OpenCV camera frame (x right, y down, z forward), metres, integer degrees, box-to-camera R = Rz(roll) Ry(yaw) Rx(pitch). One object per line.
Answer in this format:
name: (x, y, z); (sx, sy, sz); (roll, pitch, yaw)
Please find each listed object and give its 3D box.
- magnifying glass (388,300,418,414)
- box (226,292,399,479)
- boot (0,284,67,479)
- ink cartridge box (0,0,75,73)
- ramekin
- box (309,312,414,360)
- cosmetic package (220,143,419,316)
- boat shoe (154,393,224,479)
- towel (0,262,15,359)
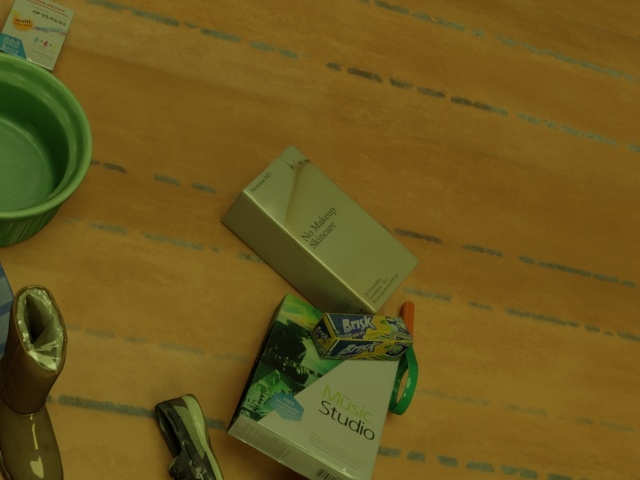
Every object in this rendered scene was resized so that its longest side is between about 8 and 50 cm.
magnifying glass: (0.145, 0.201, 2.168); (0.026, 0.092, 0.231); (20, 45, -10)
box: (-0.002, 0.246, 2.019); (0.232, 0.058, 0.322); (31, 34, -8)
boot: (-0.404, 0.223, 1.755); (0.089, 0.269, 0.236); (-15, 69, -30)
ink cartridge box: (-0.497, -0.366, 2.180); (0.104, 0.061, 0.181); (21, 55, -15)
ramekin: (-0.527, -0.136, 1.978); (0.303, 0.148, 0.303); (12, 58, -20)
box: (0.070, 0.161, 2.085); (0.169, 0.054, 0.059); (5, 45, -37)
cosmetic package: (0.000, 0.000, 2.186); (0.309, 0.113, 0.160); (42, 53, 0)
boat shoe: (-0.200, 0.343, 1.914); (0.073, 0.080, 0.223); (-8, 61, -24)
towel: (-0.569, 0.125, 1.815); (0.285, 0.034, 0.209); (-30, 113, -36)
